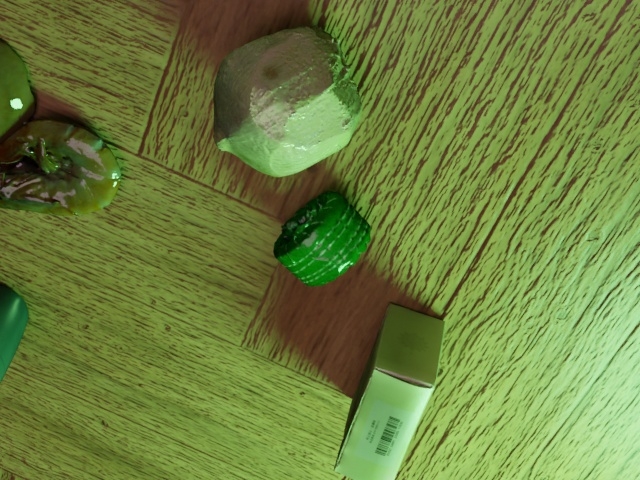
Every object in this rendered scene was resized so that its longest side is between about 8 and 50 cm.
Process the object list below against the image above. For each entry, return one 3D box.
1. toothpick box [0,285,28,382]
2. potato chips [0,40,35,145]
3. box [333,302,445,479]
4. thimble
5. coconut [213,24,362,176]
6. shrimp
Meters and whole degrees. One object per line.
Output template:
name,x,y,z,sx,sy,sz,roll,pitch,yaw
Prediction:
toothpick box,-0.532,0.154,1.561,0.120,0.184,0.120,3,122,5
potato chips,-0.514,-0.211,1.412,0.208,0.062,0.195,35,124,-11
box,0.102,0.228,1.463,0.095,0.168,0.212,20,123,3
thimble,0.000,0.000,1.384,0.090,0.118,0.130,43,147,-17
coconut,-0.052,-0.170,1.259,0.194,0.194,0.194,6,121,10
shrimp,-0.430,-0.105,1.448,0.287,0.063,0.152,-1,123,8
